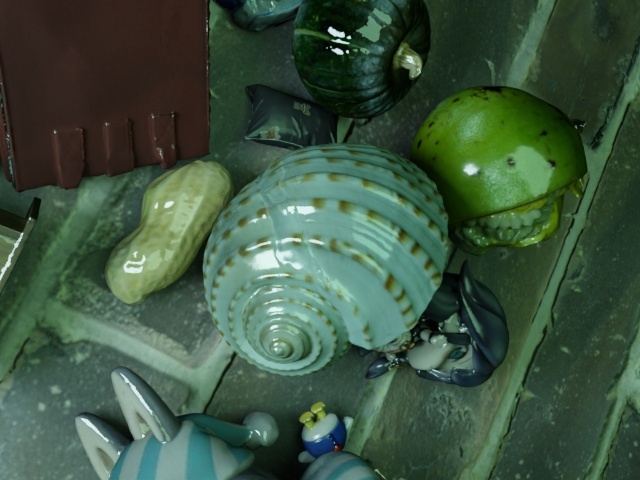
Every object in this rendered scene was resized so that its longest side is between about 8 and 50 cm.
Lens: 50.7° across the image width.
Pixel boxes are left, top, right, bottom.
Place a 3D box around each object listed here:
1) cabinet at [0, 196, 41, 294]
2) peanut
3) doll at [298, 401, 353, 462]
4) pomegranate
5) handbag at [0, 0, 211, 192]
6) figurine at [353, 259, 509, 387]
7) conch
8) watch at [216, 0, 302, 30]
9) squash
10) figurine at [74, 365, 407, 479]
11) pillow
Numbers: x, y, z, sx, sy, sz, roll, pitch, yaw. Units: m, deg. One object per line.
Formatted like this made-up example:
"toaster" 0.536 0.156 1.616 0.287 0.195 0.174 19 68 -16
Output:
"cabinet" -0.412 0.028 0.679 0.175 0.148 0.215 26 90 -24
"peanut" -0.189 -0.015 0.852 0.098 0.090 0.214 41 70 -32
"doll" 0.016 0.298 0.965 0.099 0.058 0.143 -32 108 -24
"pomegranate" 0.219 -0.093 0.988 0.341 0.260 0.260 -15 95 -2
"handbag" -0.246 -0.204 0.765 0.260 0.084 0.275 -21 125 -37
"figurine" 0.150 0.116 0.979 0.265 0.175 0.197 35 68 -29
"conch" -0.010 -0.004 0.833 0.215 0.303 0.319 33 41 -42
"watch" -0.081 -0.457 0.947 0.276 0.068 0.274 -42 101 -22
"squash" 0.060 -0.273 0.931 0.218 0.172 0.218 3 86 -60
"figurine" -0.104 0.290 0.783 0.361 0.266 0.377 -35 102 -22
"pillow" -0.036 -0.167 0.959 0.150 0.048 0.090 13 81 -25
